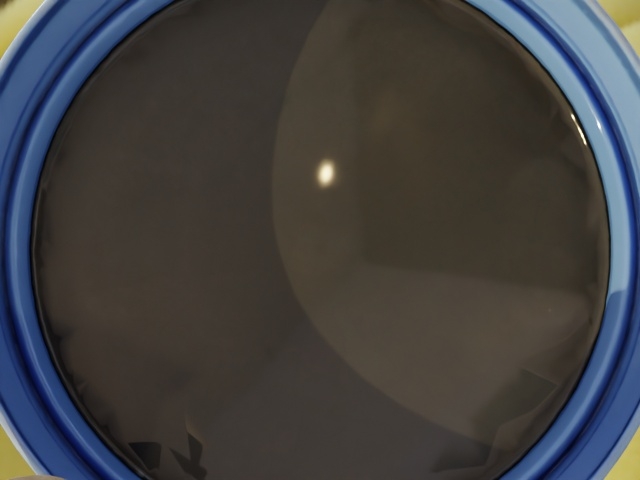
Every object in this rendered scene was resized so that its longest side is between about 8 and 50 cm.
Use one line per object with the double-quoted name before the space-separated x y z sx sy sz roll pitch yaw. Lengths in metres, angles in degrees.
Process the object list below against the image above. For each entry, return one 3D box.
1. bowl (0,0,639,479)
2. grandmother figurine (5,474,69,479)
"bowl" 0.000 0.000 0.938 0.077 0.391 0.391 97 -171 -84
"grandmother figurine" -0.183 0.280 0.824 0.104 0.208 0.342 36 113 44
